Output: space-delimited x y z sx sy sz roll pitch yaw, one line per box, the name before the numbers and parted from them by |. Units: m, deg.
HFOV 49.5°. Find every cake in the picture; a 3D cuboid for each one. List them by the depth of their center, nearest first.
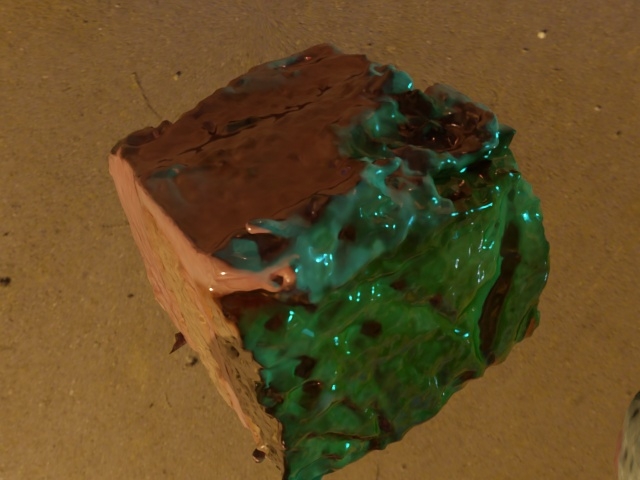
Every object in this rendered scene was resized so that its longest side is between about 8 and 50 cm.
cake | 0.000 0.000 0.659 0.314 0.307 0.293 -26 130 -20

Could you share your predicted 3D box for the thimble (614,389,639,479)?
thimble | 0.266 0.131 0.347 0.211 0.149 0.185 -32 80 5
